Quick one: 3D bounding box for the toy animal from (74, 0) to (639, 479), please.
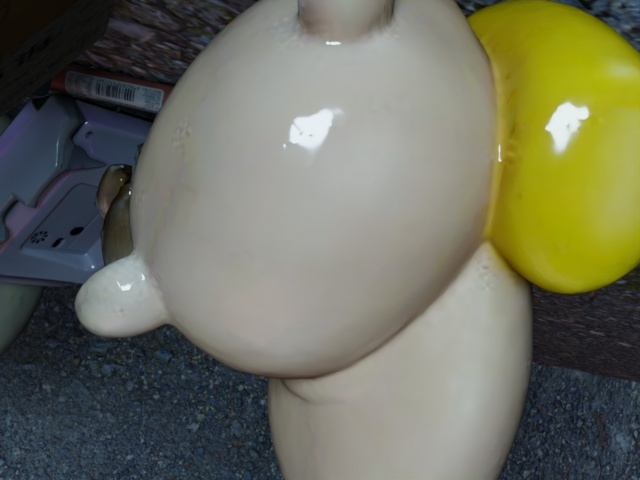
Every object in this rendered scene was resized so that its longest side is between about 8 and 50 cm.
[{"bbox_3d":[-0.008,-0.009,0.552,0.247,0.345,0.277,8,-150,-27],"label":"toy animal"}]

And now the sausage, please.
[{"bbox_3d":[-0.184,-0.140,0.940,0.223,0.029,0.029,14,172,12],"label":"sausage"}]

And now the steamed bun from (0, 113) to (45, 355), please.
[{"bbox_3d":[-0.482,-0.003,1.220,0.334,0.373,0.334,6,154,3],"label":"steamed bun"}]

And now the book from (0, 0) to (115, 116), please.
[{"bbox_3d":[-0.227,-0.098,0.597,0.032,0.269,0.389,50,168,-7],"label":"book"}]

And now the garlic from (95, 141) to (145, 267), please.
[{"bbox_3d":[-0.105,-0.016,0.971,0.214,0.160,0.191,-10,158,13],"label":"garlic"}]

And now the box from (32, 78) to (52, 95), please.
[{"bbox_3d":[-0.272,-0.158,0.854,0.099,0.074,0.054,14,-178,17],"label":"box"}]

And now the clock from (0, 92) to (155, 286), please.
[{"bbox_3d":[-0.271,-0.040,1.058,0.186,0.253,0.083,10,-139,-57],"label":"clock"}]
